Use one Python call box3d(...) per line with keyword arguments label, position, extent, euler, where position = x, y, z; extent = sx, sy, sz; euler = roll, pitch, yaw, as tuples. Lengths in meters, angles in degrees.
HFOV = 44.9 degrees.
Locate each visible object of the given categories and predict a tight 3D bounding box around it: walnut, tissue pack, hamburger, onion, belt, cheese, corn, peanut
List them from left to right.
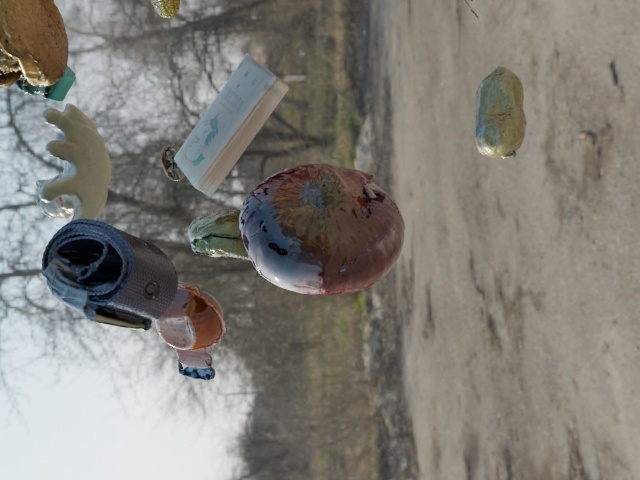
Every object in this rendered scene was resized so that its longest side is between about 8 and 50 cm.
box3d(label="hamburger", position=(-0.598, -0.386, 1.401), extent=(0.260, 0.212, 0.245), euler=(-66, -28, -61))
box3d(label="belt", position=(-0.319, 0.054, 1.190), extent=(0.126, 0.231, 0.139), euler=(32, -102, -50))
box3d(label="corn", position=(-0.410, -0.692, 1.984), extent=(0.260, 0.091, 0.091), euler=(87, -173, -51))
box3d(label="walnut", position=(-0.452, -0.247, 2.446), extent=(0.052, 0.091, 0.121), euler=(-19, -91, -54))
box3d(label="cheese", position=(-0.349, 0.247, 2.083), extent=(0.129, 0.217, 0.329), euler=(-61, -26, -53))
box3d(label="tissue pack", position=(-0.220, -0.279, 1.874), extent=(0.325, 0.071, 0.170), euler=(-53, 41, 9))
box3d(label="hamburger", position=(-0.194, -0.014, 1.964), extent=(0.285, 0.266, 0.134), euler=(-1, 79, 59))
box3d(label="onion", position=(0.000, 0.000, 1.646), extent=(0.285, 0.348, 0.347), euler=(94, 173, -45))
box3d(label="peanut", position=(0.497, -0.338, 2.152), extent=(0.159, 0.143, 0.291), euler=(86, -171, -59))

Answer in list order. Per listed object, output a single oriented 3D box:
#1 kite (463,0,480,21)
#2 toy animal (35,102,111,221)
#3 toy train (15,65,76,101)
box3d(label="kite", position=(0.283, -0.570, 1.715), extent=(0.012, 0.229, 0.250), euler=(-45, 58, 26))
box3d(label="toy animal", position=(-0.701, -0.204, 2.114), extent=(0.188, 0.266, 0.307), euler=(9, 139, 53))
box3d(label="toy train", position=(-0.762, -0.461, 2.100), extent=(0.107, 0.198, 0.154), euler=(-53, -22, 20))
